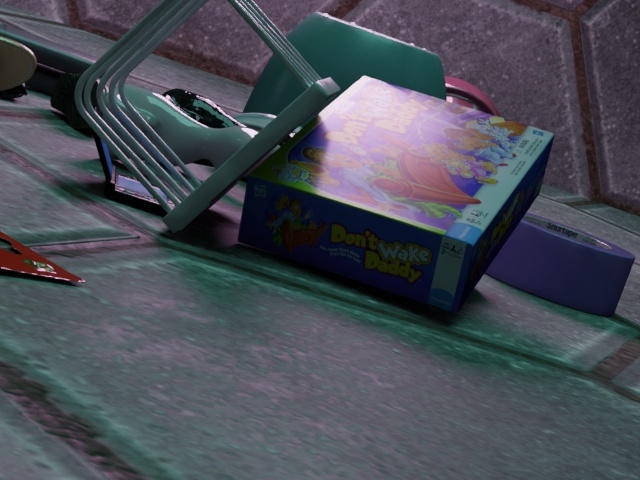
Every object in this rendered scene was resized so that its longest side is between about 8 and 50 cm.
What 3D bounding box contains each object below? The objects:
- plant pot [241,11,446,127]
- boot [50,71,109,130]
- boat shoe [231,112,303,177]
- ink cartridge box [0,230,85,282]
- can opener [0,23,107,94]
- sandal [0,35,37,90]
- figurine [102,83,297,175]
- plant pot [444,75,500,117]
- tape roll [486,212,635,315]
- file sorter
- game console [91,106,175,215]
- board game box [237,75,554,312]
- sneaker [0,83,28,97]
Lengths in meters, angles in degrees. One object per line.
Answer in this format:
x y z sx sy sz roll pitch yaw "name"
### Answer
0.039 -0.175 2.286 0.293 0.235 0.293 18 8 -3 "plant pot"
-0.227 -0.154 2.153 0.208 0.076 0.189 23 8 -27 "boot"
-0.037 -0.100 2.105 0.258 0.095 0.084 22 4 28 "boat shoe"
-0.302 -0.036 1.193 0.232 0.066 0.189 5 15 -45 "ink cartridge box"
-0.431 -0.249 2.280 0.283 0.076 0.095 18 21 -18 "can opener"
-0.451 -0.195 1.924 0.240 0.088 0.079 11 41 -11 "sandal"
-0.121 -0.116 1.925 0.209 0.092 0.215 14 6 19 "figurine"
0.179 -0.124 2.497 0.201 0.201 0.180 19 23 -5 "plant pot"
0.294 0.024 2.106 0.189 0.080 0.189 19 7 -3 "tape roll"
-0.112 -0.145 1.657 0.173 0.193 0.278 48 6 -3 "file sorter"
-0.190 -0.080 1.691 0.107 0.071 0.122 18 9 -9 "game console"
0.089 -0.058 1.753 0.233 0.078 0.347 18 27 14 "board game box"
-0.415 -0.205 2.115 0.098 0.038 0.069 15 8 -24 "sneaker"
